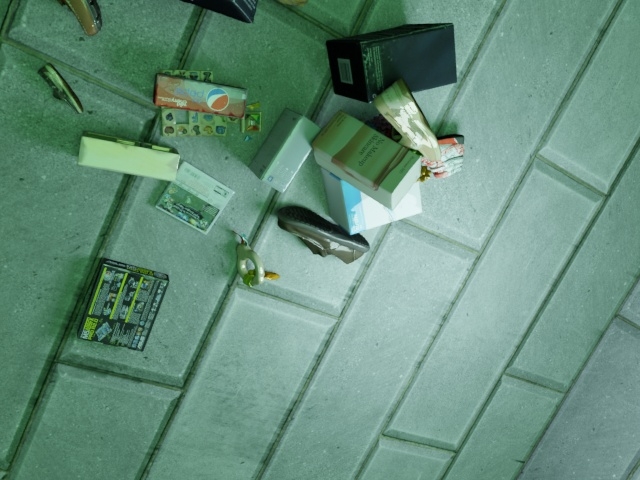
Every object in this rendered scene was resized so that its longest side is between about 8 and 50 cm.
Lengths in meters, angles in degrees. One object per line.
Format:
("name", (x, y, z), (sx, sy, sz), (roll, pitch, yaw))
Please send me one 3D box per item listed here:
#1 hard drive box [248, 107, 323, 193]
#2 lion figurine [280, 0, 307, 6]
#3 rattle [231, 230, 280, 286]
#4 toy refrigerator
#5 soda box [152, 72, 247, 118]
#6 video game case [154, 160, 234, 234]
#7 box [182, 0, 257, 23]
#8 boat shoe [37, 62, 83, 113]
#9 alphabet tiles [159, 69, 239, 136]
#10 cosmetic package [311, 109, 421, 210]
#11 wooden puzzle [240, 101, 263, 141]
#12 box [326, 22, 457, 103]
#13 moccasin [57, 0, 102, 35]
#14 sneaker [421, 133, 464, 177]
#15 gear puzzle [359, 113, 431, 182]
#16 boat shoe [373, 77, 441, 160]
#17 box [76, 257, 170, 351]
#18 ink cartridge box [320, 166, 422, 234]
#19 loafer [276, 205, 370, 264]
("hard drive box", (-0.113, -0.285, 1.740), (0.089, 0.181, 0.232), (30, 98, -27))
("lion figurine", (-0.097, -0.876, 1.548), (0.240, 0.142, 0.392), (8, 106, -22))
("rattle", (-0.214, 0.048, 1.891), (0.143, 0.130, 0.199), (-16, 88, -26))
("toy refrigerator", (-0.560, -0.251, 1.634), (0.270, 0.102, 0.094), (9, 106, -22))
("soda box", (-0.355, -0.426, 1.644), (0.263, 0.083, 0.092), (5, 107, -21))
("video game case", (-0.401, -0.135, 1.780), (0.190, 0.022, 0.173), (32, 96, -28))
("box", (-0.334, -0.843, 1.311), (0.480, 0.297, 0.471), (18, 101, -3))
("boat shoe", (-0.720, -0.415, 1.545), (0.049, 0.056, 0.152), (-32, 107, -1))
("alphabet tiles", (-0.364, -0.416, 1.697), (0.237, 0.009, 0.198), (-4, 110, -19))
("cosmetic package", (0.137, -0.241, 1.665), (0.153, 0.296, 0.129), (-53, 162, -12))
("wooden puzzle", (-0.216, -0.374, 1.759), (0.079, 0.014, 0.116), (-12, 114, -21))
("box", (0.212, -0.545, 1.695), (0.294, 0.296, 0.182), (-17, 114, -13))
("moccasin", (-0.701, -0.688, 1.401), (0.147, 0.139, 0.380), (-34, 120, 1))
("sneaker", (0.391, -0.288, 1.972), (0.270, 0.090, 0.145), (-11, 110, -19))
("gear puzzle", (0.233, -0.298, 1.782), (0.175, 0.339, 0.044), (-21, 144, -17))
("boat shoe", (0.258, -0.334, 1.633), (0.110, 0.121, 0.341), (-28, 140, 16))
("box", (-0.637, 0.212, 1.802), (0.216, 0.060, 0.270), (18, 102, -24))
("ink cartridge box", (0.172, -0.173, 1.875), (0.270, 0.198, 0.197), (-17, 114, -13))
("loafer", (0.000, 0.000, 1.912), (0.366, 0.134, 0.130), (23, 113, -25))
